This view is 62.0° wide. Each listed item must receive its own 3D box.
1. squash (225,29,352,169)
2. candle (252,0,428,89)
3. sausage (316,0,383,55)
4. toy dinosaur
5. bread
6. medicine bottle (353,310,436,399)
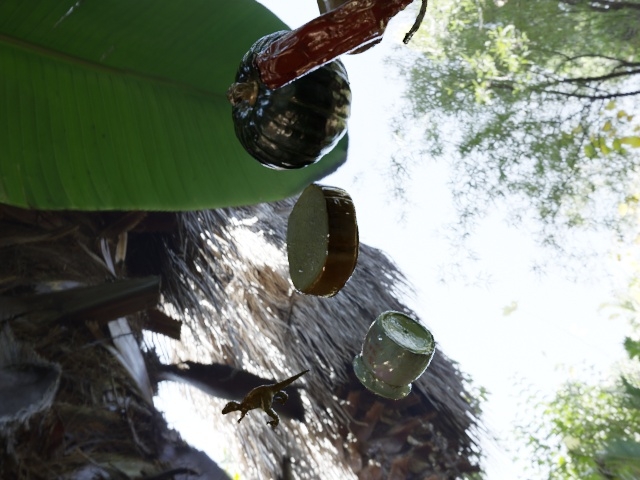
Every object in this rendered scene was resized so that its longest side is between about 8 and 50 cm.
[{"bbox_3d":[-0.047,-0.213,0.818,0.218,0.218,0.172,-51,-50,4],"label":"squash"},{"bbox_3d":[0.015,-0.173,0.460,0.053,0.162,0.048,2,-108,-62],"label":"candle"},{"bbox_3d":[0.054,-0.515,1.158,0.123,0.253,0.123,-7,-34,-5],"label":"sausage"},{"bbox_3d":[-0.112,0.308,1.085,0.126,0.039,0.162,33,-91,-29],"label":"toy dinosaur"},{"bbox_3d":[0.000,0.000,1.045,0.069,0.236,0.236,5,-69,-22],"label":"bread"},{"bbox_3d":[0.159,0.250,1.165,0.147,0.147,0.143,11,-61,-28],"label":"medicine bottle"}]
